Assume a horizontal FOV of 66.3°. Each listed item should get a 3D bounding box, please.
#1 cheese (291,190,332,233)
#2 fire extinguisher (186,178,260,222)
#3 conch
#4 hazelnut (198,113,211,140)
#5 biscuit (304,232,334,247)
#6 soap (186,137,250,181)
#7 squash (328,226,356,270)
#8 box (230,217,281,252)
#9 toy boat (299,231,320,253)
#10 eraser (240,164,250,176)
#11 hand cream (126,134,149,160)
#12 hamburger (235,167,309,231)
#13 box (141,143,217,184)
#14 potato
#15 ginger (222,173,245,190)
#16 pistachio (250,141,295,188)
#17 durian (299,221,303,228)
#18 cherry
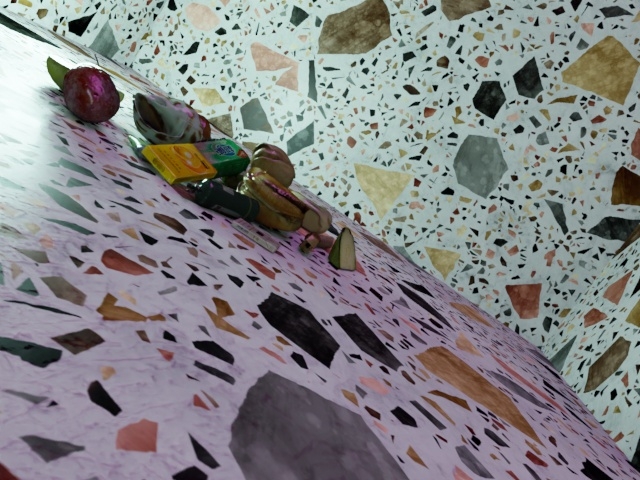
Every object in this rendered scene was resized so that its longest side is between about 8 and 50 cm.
[{"bbox_3d":[-0.065,-0.137,2.370,0.265,0.127,0.233,34,10,-5],"label":"cheese"},{"bbox_3d":[-0.340,-0.140,1.628,0.118,0.093,0.294,21,-1,44],"label":"fire extinguisher"},{"bbox_3d":[-0.606,-0.460,2.001,0.367,0.197,0.250,26,44,-24],"label":"conch"},{"bbox_3d":[-0.583,-0.488,2.242,0.210,0.186,0.210,35,-7,5],"label":"hazelnut"},{"bbox_3d":[0.000,0.000,2.108,0.055,0.061,0.219,38,10,23],"label":"biscuit"},{"bbox_3d":[-0.431,-0.327,1.997,0.217,0.098,0.273,41,34,17],"label":"soap"},{"bbox_3d":[0.081,0.038,2.060,0.085,0.184,0.192,-5,-9,24],"label":"squash"},{"bbox_3d":[-0.212,-0.017,1.623,0.166,0.024,0.090,33,10,0],"label":"box"},{"bbox_3d":[-0.041,0.009,1.891,0.057,0.077,0.200,46,7,-3],"label":"toy boat"},{"bbox_3d":[-0.436,-0.366,2.383,0.270,0.095,0.174,29,8,-31],"label":"eraser"},{"bbox_3d":[-0.625,-0.323,1.719,0.095,0.046,0.175,29,6,-37],"label":"hand cream"},{"bbox_3d":[-0.187,-0.152,1.899,0.284,0.174,0.304,29,11,-8],"label":"hamburger"},{"bbox_3d":[-0.485,-0.273,1.717,0.152,0.043,0.269,48,23,3],"label":"box"},{"bbox_3d":[-0.945,-0.610,1.888,0.255,0.112,0.269,32,6,12],"label":"potato"},{"bbox_3d":[-0.299,-0.218,2.137,0.289,0.089,0.137,27,-10,-11],"label":"ginger"},{"bbox_3d":[-0.204,-0.302,2.103,0.181,0.162,0.293,-5,-19,11],"label":"pistachio"},{"bbox_3d":[-0.117,-0.077,2.074,0.091,0.080,0.080,4,-5,29],"label":"durian"},{"bbox_3d":[-0.774,-0.489,1.655,0.175,0.192,0.250,-11,41,-19],"label":"cherry"}]
